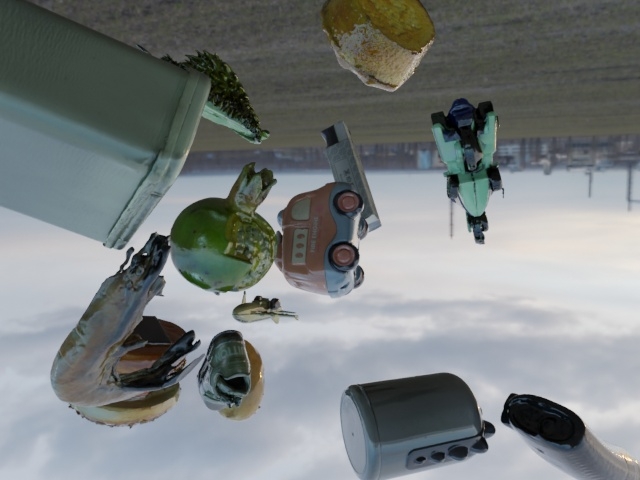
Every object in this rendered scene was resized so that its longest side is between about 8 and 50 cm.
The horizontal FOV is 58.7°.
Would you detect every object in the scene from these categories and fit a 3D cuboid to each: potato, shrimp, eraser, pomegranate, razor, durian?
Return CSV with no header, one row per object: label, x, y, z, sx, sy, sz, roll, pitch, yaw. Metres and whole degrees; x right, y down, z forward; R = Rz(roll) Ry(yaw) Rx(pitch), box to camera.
potato,-0.233,0.404,1.653,0.146,0.233,0.150,3,175,10
shrimp,-0.179,0.093,0.591,0.152,0.219,0.046,16,-159,-44
eraser,0.099,-0.210,1.892,0.097,0.403,0.098,-23,149,15
pomegranate,-0.196,-0.028,1.229,0.236,0.301,0.236,20,-166,-5
razor,0.552,0.453,1.246,0.349,0.113,0.204,36,167,-31
durian,-0.237,-0.323,1.207,0.375,0.106,0.132,37,164,17

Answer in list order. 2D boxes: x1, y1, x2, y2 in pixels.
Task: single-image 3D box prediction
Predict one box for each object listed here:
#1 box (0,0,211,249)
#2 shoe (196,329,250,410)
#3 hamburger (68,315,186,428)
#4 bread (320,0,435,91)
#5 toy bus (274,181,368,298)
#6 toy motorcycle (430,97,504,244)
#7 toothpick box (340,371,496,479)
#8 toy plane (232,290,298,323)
box,-0.380,-0.153,0.781,0.344,0.177,0.352,21,154,-25
shoe,-0.236,0.362,1.391,0.109,0.292,0.149,0,-139,-21
hamburger,-0.469,0.314,1.388,0.291,0.224,0.291,11,-167,-3
bread,0.187,-0.682,1.842,0.398,0.397,0.215,-7,159,-38
toy bus,0.000,0.000,1.417,0.232,0.287,0.194,0,161,12
toy motorcycle,0.318,-0.147,1.213,0.125,0.331,0.196,-11,-133,12
toothpick box,0.222,0.410,1.260,0.317,0.228,0.229,-5,-172,-14
toy plane,-0.200,0.231,1.875,0.242,0.104,0.256,7,170,34
